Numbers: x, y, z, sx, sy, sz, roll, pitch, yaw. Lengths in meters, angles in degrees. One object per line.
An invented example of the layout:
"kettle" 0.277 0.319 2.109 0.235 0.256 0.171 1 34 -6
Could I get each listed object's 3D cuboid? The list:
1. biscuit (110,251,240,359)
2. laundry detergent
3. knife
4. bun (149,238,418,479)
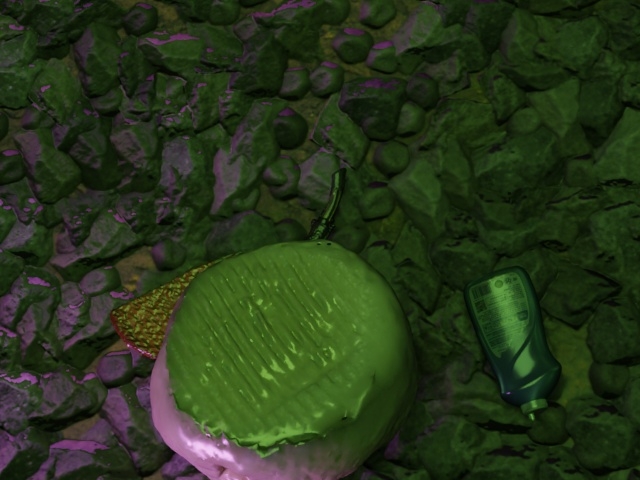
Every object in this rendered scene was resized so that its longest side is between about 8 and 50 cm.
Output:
"biscuit" -0.185 0.105 2.084 0.206 0.025 0.126 -25 69 0
"laundry detergent" 0.262 0.142 1.991 0.097 0.061 0.206 -16 70 0
"knife" -0.006 -0.001 2.098 0.046 0.021 0.222 12 77 13
"bun" -0.047 0.180 1.943 0.360 0.211 0.359 -1 58 2
